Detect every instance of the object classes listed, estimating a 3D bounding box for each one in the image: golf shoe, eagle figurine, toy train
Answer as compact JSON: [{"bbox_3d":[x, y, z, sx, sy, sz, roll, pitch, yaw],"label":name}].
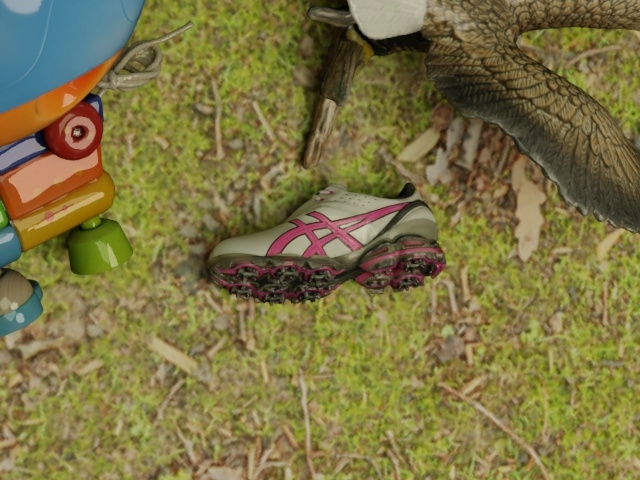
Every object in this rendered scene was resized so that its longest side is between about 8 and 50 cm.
[{"bbox_3d":[0.000,0.000,1.432,0.186,0.067,0.086,-5,63,-19],"label":"golf shoe"},{"bbox_3d":[0.153,-0.151,1.403,0.225,0.298,0.226,-59,157,-51],"label":"eagle figurine"},{"bbox_3d":[-0.170,-0.041,1.332,0.248,0.105,0.143,-28,114,-21],"label":"toy train"}]

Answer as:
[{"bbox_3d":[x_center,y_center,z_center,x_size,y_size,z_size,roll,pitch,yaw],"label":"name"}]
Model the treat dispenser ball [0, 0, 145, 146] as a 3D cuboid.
[{"bbox_3d":[-0.248,-0.195,1.181,0.288,0.288,0.288,-1,93,-24],"label":"treat dispenser ball"}]
